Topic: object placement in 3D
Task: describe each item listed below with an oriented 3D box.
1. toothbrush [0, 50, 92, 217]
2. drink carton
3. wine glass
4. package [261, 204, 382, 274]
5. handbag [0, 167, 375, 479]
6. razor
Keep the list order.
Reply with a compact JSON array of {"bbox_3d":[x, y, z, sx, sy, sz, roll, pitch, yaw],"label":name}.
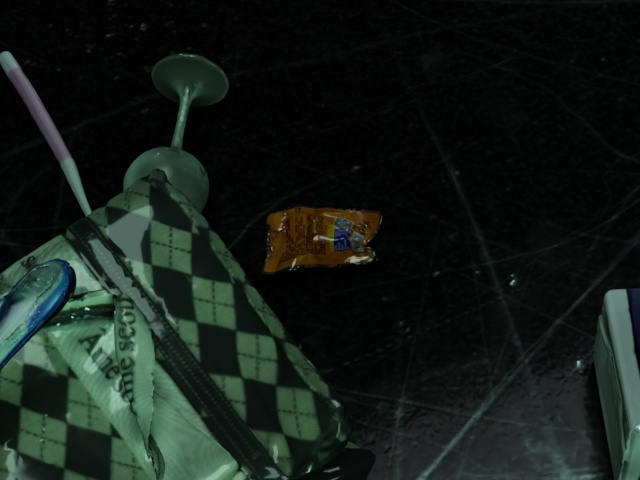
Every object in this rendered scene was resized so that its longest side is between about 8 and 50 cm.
[{"bbox_3d":[-0.254,-0.091,1.261,0.025,0.020,0.286,-23,58,-20],"label":"toothbrush"},{"bbox_3d":[0.338,0.114,1.018,0.222,0.102,0.134,-2,48,2],"label":"drink carton"},{"bbox_3d":[-0.138,-0.077,1.206,0.079,0.079,0.195,2,56,7],"label":"wine glass"},{"bbox_3d":[0.000,-0.001,1.170,0.110,0.033,0.077,-1,66,11],"label":"package"},{"bbox_3d":[-0.195,0.172,0.968,0.416,0.180,0.317,-37,53,-13],"label":"handbag"},{"bbox_3d":[-0.267,0.138,0.877,0.093,0.056,0.324,24,68,19],"label":"razor"}]
